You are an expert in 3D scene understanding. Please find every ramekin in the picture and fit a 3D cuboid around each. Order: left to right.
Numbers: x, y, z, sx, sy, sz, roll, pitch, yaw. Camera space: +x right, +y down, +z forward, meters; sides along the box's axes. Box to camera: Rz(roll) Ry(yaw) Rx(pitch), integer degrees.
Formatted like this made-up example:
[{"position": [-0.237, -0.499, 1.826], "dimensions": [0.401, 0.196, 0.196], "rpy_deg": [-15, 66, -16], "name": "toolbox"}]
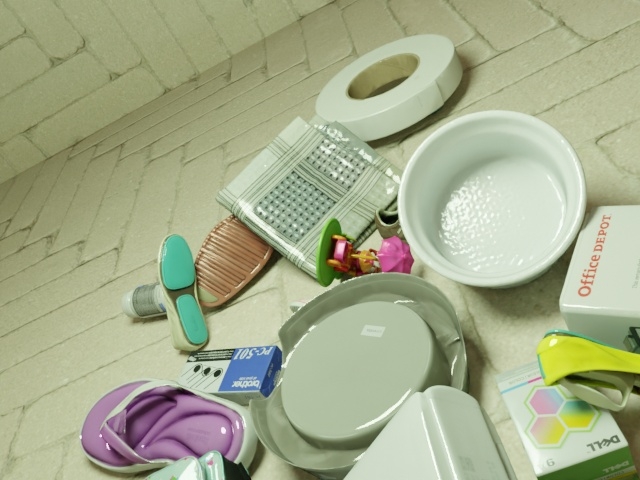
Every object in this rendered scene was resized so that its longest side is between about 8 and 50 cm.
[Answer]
[{"position": [0.274, -0.053, 0.985], "dimensions": [0.277, 0.135, 0.277], "rpy_deg": [-6, 74, 22], "name": "ramekin"}]

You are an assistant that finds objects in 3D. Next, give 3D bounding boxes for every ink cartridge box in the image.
[{"position": [-0.168, 0.249, 1.135], "dimensions": [0.207, 0.046, 0.097], "rpy_deg": [-9, 41, 31], "name": "ink cartridge box"}, {"position": [0.301, 0.240, 0.749], "dimensions": [0.109, 0.062, 0.209], "rpy_deg": [-24, 35, 11], "name": "ink cartridge box"}, {"position": [0.476, 0.056, 0.792], "dimensions": [0.273, 0.115, 0.198], "rpy_deg": [0, 45, 39], "name": "ink cartridge box"}]

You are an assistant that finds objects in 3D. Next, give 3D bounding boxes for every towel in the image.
[{"position": [-0.008, -0.112, 1.324], "dimensions": [0.312, 0.056, 0.324], "rpy_deg": [38, 70, 22], "name": "towel"}]

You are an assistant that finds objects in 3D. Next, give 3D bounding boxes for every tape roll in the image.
[{"position": [0.172, -0.396, 1.593], "dimensions": [0.392, 0.072, 0.392], "rpy_deg": [-21, 35, 16], "name": "tape roll"}]

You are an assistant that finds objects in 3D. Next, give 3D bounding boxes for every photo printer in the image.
[{"position": [0.089, 0.343, 0.638], "dimensions": [0.307, 0.107, 0.256], "rpy_deg": [-60, 24, 31], "name": "photo printer"}]

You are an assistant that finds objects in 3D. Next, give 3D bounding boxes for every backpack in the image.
[{"position": [-0.195, 0.405, 0.869], "dimensions": [0.188, 0.144, 0.166], "rpy_deg": [-35, 46, 13], "name": "backpack"}]

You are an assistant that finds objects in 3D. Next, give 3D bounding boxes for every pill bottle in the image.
[{"position": [-0.386, 0.137, 1.426], "dimensions": [0.137, 0.078, 0.078], "rpy_deg": [-12, 38, 27], "name": "pill bottle"}]

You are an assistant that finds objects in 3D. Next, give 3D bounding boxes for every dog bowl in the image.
[{"position": [0.065, 0.209, 0.945], "dimensions": [0.348, 0.102, 0.349], "rpy_deg": [-21, 35, 16], "name": "dog bowl"}]

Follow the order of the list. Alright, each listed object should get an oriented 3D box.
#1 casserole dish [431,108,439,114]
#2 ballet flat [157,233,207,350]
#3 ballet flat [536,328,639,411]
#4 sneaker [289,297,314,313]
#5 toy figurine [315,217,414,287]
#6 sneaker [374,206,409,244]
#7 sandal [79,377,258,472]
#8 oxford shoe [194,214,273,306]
[{"position": [0.232, -0.339, 1.567], "dimensions": [0.188, 0.037, 0.114], "rpy_deg": [-15, 37, 23], "name": "casserole dish"}, {"position": [-0.301, 0.112, 1.298], "dimensions": [0.086, 0.086, 0.248], "rpy_deg": [-18, 77, 21], "name": "ballet flat"}, {"position": [0.369, 0.166, 0.725], "dimensions": [0.231, 0.077, 0.077], "rpy_deg": [11, 55, 6], "name": "ballet flat"}, {"position": [0.009, 0.121, 1.153], "dimensions": [0.134, 0.051, 0.070], "rpy_deg": [3, 41, 42], "name": "sneaker"}, {"position": [0.094, 0.038, 1.138], "dimensions": [0.159, 0.173, 0.130], "rpy_deg": [8, 76, 19], "name": "toy figurine"}, {"position": [0.183, -0.031, 1.181], "dimensions": [0.188, 0.071, 0.066], "rpy_deg": [-1, 44, 39], "name": "sneaker"}, {"position": [-0.288, 0.312, 1.066], "dimensions": [0.416, 0.102, 0.169], "rpy_deg": [-8, 60, 31], "name": "sandal"}, {"position": [-0.158, -0.012, 1.421], "dimensions": [0.397, 0.140, 0.146], "rpy_deg": [-55, -2, -16], "name": "oxford shoe"}]
